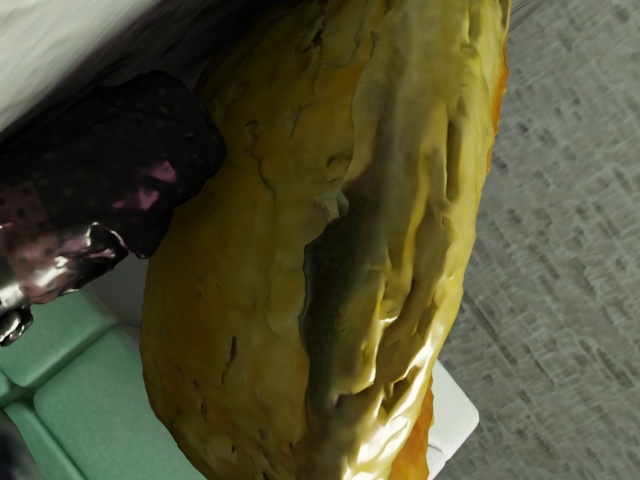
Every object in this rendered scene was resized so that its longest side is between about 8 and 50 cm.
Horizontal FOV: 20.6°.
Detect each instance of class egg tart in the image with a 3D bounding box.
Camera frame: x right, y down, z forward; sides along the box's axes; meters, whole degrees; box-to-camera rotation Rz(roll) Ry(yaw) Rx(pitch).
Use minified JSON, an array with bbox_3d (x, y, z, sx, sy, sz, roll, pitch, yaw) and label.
[{"bbox_3d":[0.000,0.000,1.039,0.443,0.178,0.443,9,90,-87],"label":"egg tart"}]

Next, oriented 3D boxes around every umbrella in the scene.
[{"bbox_3d":[-0.184,0.029,0.857,0.326,0.094,0.090,-39,172,-15],"label":"umbrella"}]

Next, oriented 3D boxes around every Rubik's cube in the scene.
[{"bbox_3d":[-0.128,0.147,1.338,0.316,0.322,0.319,-41,178,31],"label":"Rubik's cube"}]

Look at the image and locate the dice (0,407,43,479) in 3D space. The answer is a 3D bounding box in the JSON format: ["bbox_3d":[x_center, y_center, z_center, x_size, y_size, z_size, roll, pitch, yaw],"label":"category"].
[{"bbox_3d":[-0.266,0.187,0.997,0.183,0.181,0.182,6,140,-46],"label":"dice"}]
